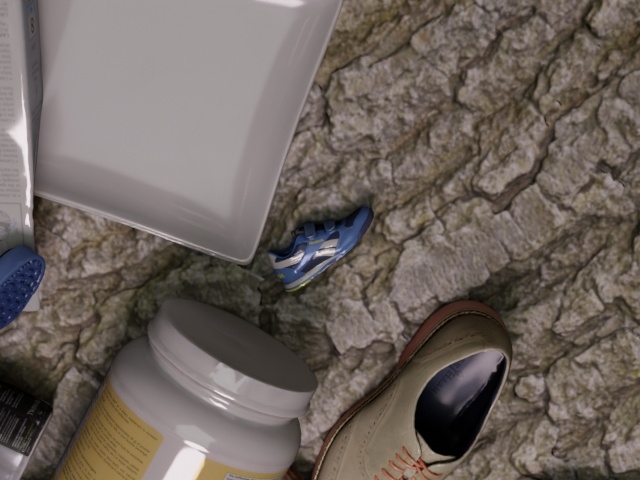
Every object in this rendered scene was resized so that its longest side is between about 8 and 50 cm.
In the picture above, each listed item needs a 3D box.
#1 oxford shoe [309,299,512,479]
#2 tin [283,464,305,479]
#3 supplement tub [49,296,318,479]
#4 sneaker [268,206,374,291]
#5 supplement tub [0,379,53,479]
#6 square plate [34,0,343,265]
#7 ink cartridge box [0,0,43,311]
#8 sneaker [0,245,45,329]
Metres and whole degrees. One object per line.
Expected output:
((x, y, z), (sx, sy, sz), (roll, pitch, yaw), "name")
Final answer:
((0.095, 0.254, 1.391), (0.140, 0.146, 0.397), (28, 100, -8), "oxford shoe")
((-0.088, 0.361, 1.441), (0.106, 0.040, 0.190), (36, 101, 26), "tin")
((-0.170, 0.259, 1.336), (0.241, 0.241, 0.331), (28, 99, -7), "supplement tub")
((0.000, 0.000, 1.384), (0.144, 0.053, 0.059), (-38, 98, 5), "sneaker")
((-0.429, 0.211, 1.381), (0.190, 0.117, 0.117), (27, 100, -6), "supplement tub")
((-0.188, -0.185, 1.338), (0.344, 0.049, 0.347), (19, 100, -6), "square plate")
((-0.468, -0.111, 1.292), (0.308, 0.091, 0.385), (1, 114, -2), "ink cartridge box")
((-0.412, 0.082, 1.292), (0.090, 0.081, 0.232), (42, 91, 20), "sneaker")
